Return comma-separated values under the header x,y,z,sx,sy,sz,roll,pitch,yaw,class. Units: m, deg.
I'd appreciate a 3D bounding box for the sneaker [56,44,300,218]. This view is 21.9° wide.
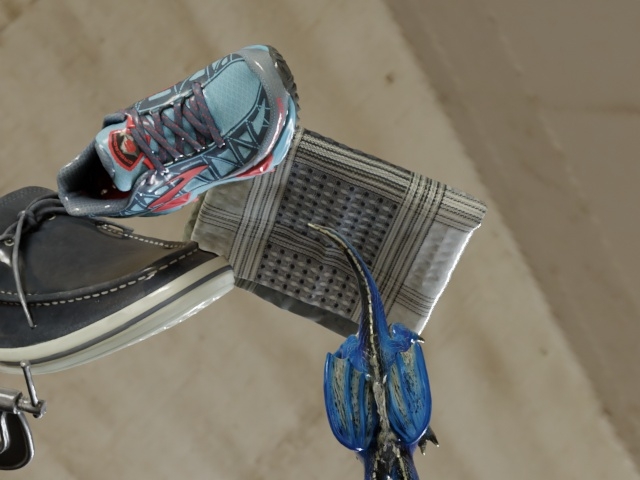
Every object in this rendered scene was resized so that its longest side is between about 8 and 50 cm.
x,y,z,sx,sy,sz,roll,pitch,yaw,class
-0.126,-0.077,1.406,0.262,0.125,0.104,-32,-101,40,sneaker

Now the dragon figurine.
x,y,z,sx,sy,sz,roll,pitch,yaw,class
0.048,0.125,1.355,0.144,0.085,0.289,-49,131,-85,dragon figurine

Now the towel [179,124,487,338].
x,y,z,sx,sy,sz,roll,pitch,yaw,class
0.000,0.000,1.924,0.312,0.056,0.324,22,-36,-3,towel

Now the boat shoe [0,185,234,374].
x,y,z,sx,sy,sz,roll,pitch,yaw,class
-0.287,0.031,1.659,0.500,0.187,0.156,-1,-70,47,boat shoe

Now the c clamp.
x,y,z,sx,sy,sz,roll,pitch,yaw,class
-0.271,0.119,1.217,0.161,0.022,0.137,7,-43,14,c clamp
